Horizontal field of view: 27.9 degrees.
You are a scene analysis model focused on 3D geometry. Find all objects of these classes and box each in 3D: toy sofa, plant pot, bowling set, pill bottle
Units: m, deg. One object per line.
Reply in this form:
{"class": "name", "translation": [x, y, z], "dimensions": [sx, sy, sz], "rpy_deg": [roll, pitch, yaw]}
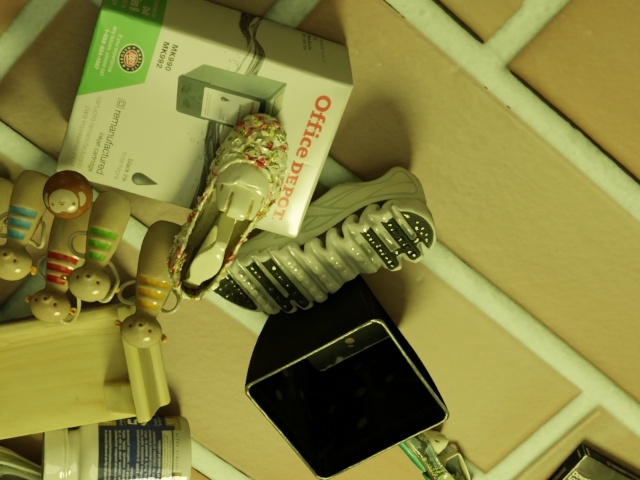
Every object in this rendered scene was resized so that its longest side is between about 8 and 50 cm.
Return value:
{"class": "toy sofa", "translation": [-0.381, 0.170, 1.633], "dimensions": [0.362, 0.177, 0.150], "rpy_deg": [-10, 94, 3]}
{"class": "plant pot", "translation": [0.027, 0.149, 1.604], "dimensions": [0.188, 0.167, 0.187], "rpy_deg": [-28, 123, 13]}
{"class": "bowling set", "translation": [-0.303, 0.009, 1.458], "dimensions": [0.287, 0.200, 0.154], "rpy_deg": [14, 78, 8]}
{"class": "pill bottle", "translation": [-0.268, 0.285, 1.688], "dimensions": [0.186, 0.112, 0.112], "rpy_deg": [2, 119, -15]}

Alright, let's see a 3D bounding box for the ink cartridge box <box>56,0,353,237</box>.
{"class": "ink cartridge box", "translation": [-0.129, -0.151, 1.465], "dimensions": [0.289, 0.121, 0.211], "rpy_deg": [15, 117, -11]}

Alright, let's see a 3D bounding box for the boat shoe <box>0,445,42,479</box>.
{"class": "boat shoe", "translation": [-0.402, 0.348, 1.701], "dimensions": [0.320, 0.103, 0.118], "rpy_deg": [21, 91, -24]}

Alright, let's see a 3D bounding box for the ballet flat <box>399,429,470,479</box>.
{"class": "ballet flat", "translation": [0.157, 0.298, 1.765], "dimensions": [0.070, 0.070, 0.188], "rpy_deg": [-28, 118, 12]}

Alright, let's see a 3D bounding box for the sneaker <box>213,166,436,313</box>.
{"class": "sneaker", "translation": [0.000, 0.000, 1.563], "dimensions": [0.292, 0.118, 0.110], "rpy_deg": [-19, 132, 16]}

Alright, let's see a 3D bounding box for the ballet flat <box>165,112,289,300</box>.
{"class": "ballet flat", "translation": [-0.100, -0.026, 1.423], "dimensions": [0.091, 0.077, 0.241], "rpy_deg": [20, 119, -13]}

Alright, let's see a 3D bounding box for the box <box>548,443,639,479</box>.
{"class": "box", "translation": [0.366, 0.373, 1.825], "dimensions": [0.116, 0.029, 0.162], "rpy_deg": [29, 112, -17]}
